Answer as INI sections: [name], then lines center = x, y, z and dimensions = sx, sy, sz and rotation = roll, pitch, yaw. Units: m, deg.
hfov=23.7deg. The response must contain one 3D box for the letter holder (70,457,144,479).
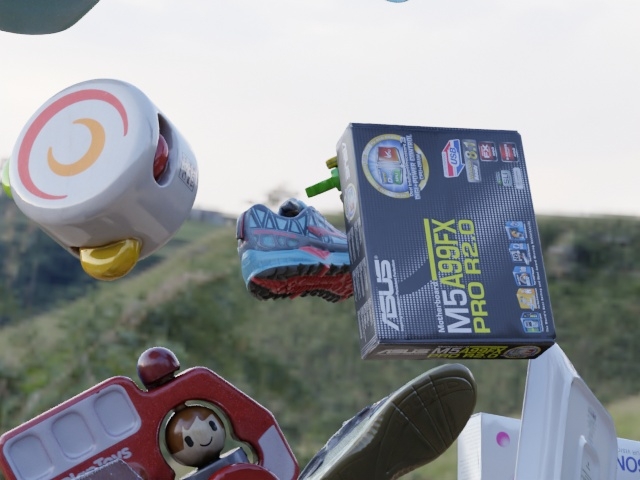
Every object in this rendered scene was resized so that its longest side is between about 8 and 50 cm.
[letter holder]
center = -0.225, 0.360, 1.437
dimensions = 0.214, 0.152, 0.302
rotation = 41, 17, 13

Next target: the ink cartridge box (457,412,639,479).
[ink cartridge box]
center = 0.332, 0.415, 2.023
dimensions = 0.324, 0.330, 0.071
rotation = 12, -25, -25

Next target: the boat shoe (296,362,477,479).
[boat shoe]
center = 0.050, 0.187, 1.406
dimensions = 0.073, 0.223, 0.080
rotation = 5, -50, 56

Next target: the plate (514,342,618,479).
[plate]
center = 0.308, 0.286, 1.859
dimensions = 0.045, 0.278, 0.277
rotation = -5, -31, 28

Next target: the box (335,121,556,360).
[box]
center = 0.140, 0.001, 1.729
dimensions = 0.216, 0.270, 0.060
rotation = 2, -24, -18

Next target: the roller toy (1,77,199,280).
[roller toy]
center = -0.241, -0.073, 1.742
dimensions = 0.209, 0.191, 0.146
rotation = 41, -5, 38

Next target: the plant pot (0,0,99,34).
[plant pot]
center = -0.364, -0.372, 1.911
dimensions = 0.290, 0.195, 0.290
rotation = 8, 29, -5

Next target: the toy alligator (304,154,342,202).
[toy alligator]
center = 0.072, -0.092, 1.840
dimensions = 0.189, 0.056, 0.051
rotation = -20, -1, -9

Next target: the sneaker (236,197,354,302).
[sneaker]
center = 0.000, 0.000, 1.876
dimensions = 0.104, 0.125, 0.262
rotation = -34, -23, 32

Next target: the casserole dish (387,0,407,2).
[casserole dish]
center = 0.053, -0.333, 1.639
dimensions = 0.188, 0.114, 0.037
rotation = 31, 17, 10

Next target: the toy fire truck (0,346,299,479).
[toy fire truck]
center = -0.189, 0.265, 1.753
dimensions = 0.302, 0.254, 0.169
rotation = -29, 1, -17
